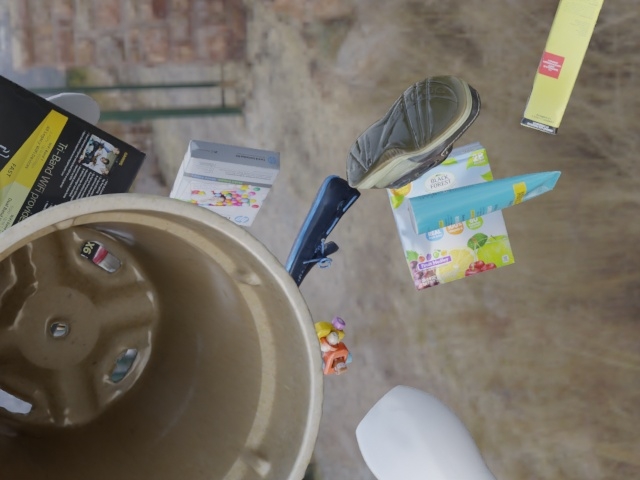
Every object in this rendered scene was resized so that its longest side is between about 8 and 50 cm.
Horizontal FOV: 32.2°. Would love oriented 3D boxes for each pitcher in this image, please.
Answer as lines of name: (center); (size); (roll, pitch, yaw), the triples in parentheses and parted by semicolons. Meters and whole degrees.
pitcher: (0.143, 0.290, 1.385); (0.207, 0.125, 0.177); (42, 156, 16)

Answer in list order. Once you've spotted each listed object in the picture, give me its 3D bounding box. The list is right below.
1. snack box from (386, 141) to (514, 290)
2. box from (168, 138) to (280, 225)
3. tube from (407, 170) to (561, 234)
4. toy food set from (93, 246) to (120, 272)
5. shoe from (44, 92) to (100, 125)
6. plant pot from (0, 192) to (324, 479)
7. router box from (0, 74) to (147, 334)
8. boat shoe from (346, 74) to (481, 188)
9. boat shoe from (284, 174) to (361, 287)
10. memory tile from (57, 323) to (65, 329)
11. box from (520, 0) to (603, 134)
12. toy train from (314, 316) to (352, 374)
snack box: (0.212, -0.040, 1.849); (0.070, 0.175, 0.207); (-97, -11, -75)
box: (-0.159, -0.090, 1.795); (0.186, 0.145, 0.038); (125, 148, -57)
tube: (0.224, -0.058, 1.521); (0.080, 0.207, 0.052); (81, 175, -80)
toy food set: (-0.377, 0.059, 1.653); (0.232, 0.104, 0.111); (-22, 35, 44)
shoe: (-0.396, -0.164, 1.510); (0.081, 0.178, 0.063); (22, 126, 50)
plant pot: (-0.207, 0.108, 0.989); (0.305, 0.334, 0.333); (-160, 67, -66)
router box: (-0.388, -0.027, 1.329); (0.308, 0.243, 0.081); (-63, 18, -7)
boat shoe: (0.111, -0.115, 1.229); (0.223, 0.073, 0.080); (-34, 55, 52)
boat shoe: (0.000, 0.000, 2.182); (0.258, 0.089, 0.109); (-64, 6, 7)
memory tile: (-0.422, 0.089, 1.487); (0.113, 0.148, 0.012); (21, 90, 41)
box: (0.351, -0.274, 1.593); (0.087, 0.058, 0.232); (-63, -11, -50)
toy train: (-0.015, 0.172, 1.601); (0.046, 0.166, 0.125); (57, 143, 37)
